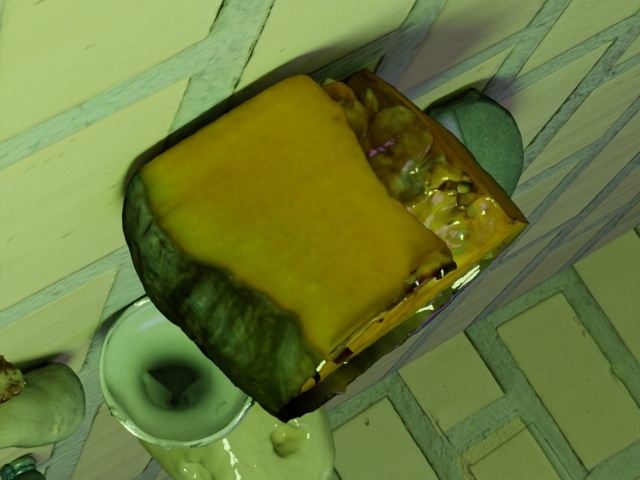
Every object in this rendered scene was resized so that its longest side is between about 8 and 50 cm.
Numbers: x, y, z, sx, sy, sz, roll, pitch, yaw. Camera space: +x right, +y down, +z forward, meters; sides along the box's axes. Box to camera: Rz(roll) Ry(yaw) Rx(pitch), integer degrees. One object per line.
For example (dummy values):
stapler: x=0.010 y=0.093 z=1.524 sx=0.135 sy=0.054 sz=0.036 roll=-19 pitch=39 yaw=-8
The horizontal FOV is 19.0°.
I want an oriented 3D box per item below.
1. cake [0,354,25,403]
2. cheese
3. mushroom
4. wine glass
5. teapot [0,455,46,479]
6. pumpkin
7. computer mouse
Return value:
cake: x=-0.350 y=0.123 z=1.383 sx=0.135 sy=0.112 sz=0.246 roll=-37 pitch=173 yaw=32
cheese: x=-0.083 y=0.204 z=2.227 sx=0.174 sy=0.248 sz=0.251 roll=-25 pitch=161 yaw=-44
mushroom: x=-0.296 y=0.166 z=1.817 sx=0.223 sy=0.092 sz=0.081 roll=-13 pitch=114 yaw=-71
wine glass: x=-0.149 y=0.143 z=1.962 sx=0.165 sy=0.165 sz=0.196 roll=-31 pitch=173 yaw=-14
teapot: x=-0.352 y=0.303 z=2.276 sx=0.063 sy=0.083 sz=0.049 roll=-13 pitch=158 yaw=-40
pumpkin: x=0.000 y=0.000 z=1.546 sx=0.256 sy=0.225 sz=0.303 roll=-40 pitch=168 yaw=21
computer mouse: x=0.122 y=-0.040 z=2.041 sx=0.203 sy=0.114 sz=0.374 roll=-31 pitch=169 yaw=-10
